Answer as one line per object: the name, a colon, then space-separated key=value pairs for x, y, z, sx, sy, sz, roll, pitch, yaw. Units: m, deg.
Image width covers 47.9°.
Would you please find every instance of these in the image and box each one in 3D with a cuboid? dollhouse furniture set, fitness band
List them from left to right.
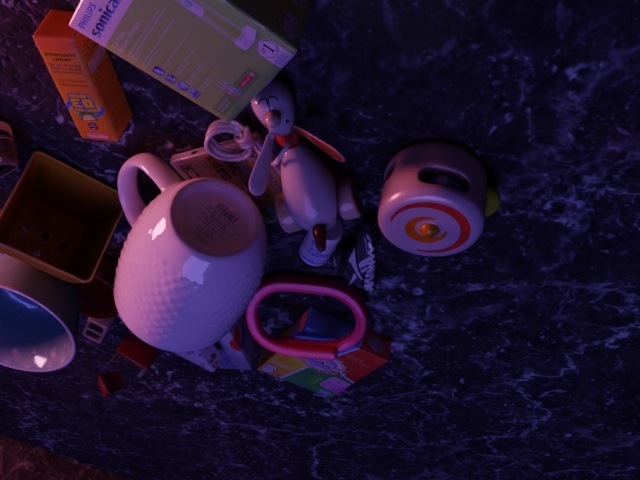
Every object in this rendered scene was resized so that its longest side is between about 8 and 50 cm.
dollhouse furniture set: x=-0.626 y=0.267 z=1.885 sx=0.374 sy=0.201 sz=0.152 roll=32 pitch=142 yaw=-7
fitness band: x=-0.033 y=0.181 z=1.718 sx=0.290 sy=0.054 sz=0.209 roll=4 pitch=115 yaw=8

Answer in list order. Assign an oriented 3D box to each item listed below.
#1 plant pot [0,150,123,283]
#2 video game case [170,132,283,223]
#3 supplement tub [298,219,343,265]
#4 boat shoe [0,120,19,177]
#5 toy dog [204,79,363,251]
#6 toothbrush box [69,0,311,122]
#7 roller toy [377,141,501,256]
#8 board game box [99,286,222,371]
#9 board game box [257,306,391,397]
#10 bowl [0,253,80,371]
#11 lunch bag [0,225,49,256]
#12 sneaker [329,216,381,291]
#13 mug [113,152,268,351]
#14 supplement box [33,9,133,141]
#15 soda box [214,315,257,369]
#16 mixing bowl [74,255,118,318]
plant pot: x=-0.570 y=-0.029 z=1.537 sx=0.212 sy=0.212 sz=0.187 roll=29 pitch=154 yaw=-22
video game case: x=-0.155 y=-0.111 z=1.444 sx=0.206 sy=0.026 sz=0.227 roll=-10 pitch=138 yaw=28
supplement tub: x=0.000 y=0.000 z=1.510 sx=0.071 sy=0.071 sz=0.107 roll=17 pitch=145 yaw=-7
boat shoe: x=-0.744 y=-0.121 z=1.420 sx=0.324 sy=0.097 sz=0.116 roll=-26 pitch=165 yaw=3
toy dog: x=-0.041 y=-0.107 z=1.285 sx=0.220 sy=0.161 sz=0.333 roll=-32 pitch=129 yaw=25
toothbrush box: x=-0.190 y=-0.336 z=1.066 sx=0.283 sy=0.122 sz=0.206 roll=28 pitch=141 yaw=-23
roller toy: x=0.199 y=-0.066 z=1.299 sx=0.209 sy=0.146 sz=0.191 roll=-17 pitch=135 yaw=35
board game box: x=-0.409 y=0.219 z=1.848 sx=0.305 sy=0.053 sz=0.193 roll=20 pitch=150 yaw=29
board game box: x=0.003 y=0.307 z=1.930 sx=0.242 sy=0.064 sz=0.316 roll=24 pitch=142 yaw=-16
bowl: x=-0.686 y=0.146 z=1.661 sx=0.311 sy=0.163 sz=0.312 roll=6 pitch=135 yaw=6
lunch bag: x=-0.722 y=0.021 z=1.732 sx=0.151 sy=0.096 sz=0.129 roll=-32 pitch=124 yaw=24
sneaker: x=0.072 y=0.033 z=1.529 sx=0.106 sy=0.078 sz=0.234 roll=5 pitch=146 yaw=5
mug: x=-0.273 y=-0.003 z=1.407 sx=0.374 sy=0.276 sz=0.328 roll=51 pitch=146 yaw=9
supplement box: x=-0.403 y=-0.278 z=1.243 sx=0.078 sy=0.080 sz=0.233 roll=6 pitch=146 yaw=12
soda box: x=-0.252 y=0.233 z=1.879 sx=0.098 sy=0.091 sz=0.286 roll=1 pitch=143 yaw=14
mixing bowl: x=-0.553 y=0.097 z=1.765 sx=0.181 sy=0.098 sz=0.181 roll=10 pitch=137 yaw=10
